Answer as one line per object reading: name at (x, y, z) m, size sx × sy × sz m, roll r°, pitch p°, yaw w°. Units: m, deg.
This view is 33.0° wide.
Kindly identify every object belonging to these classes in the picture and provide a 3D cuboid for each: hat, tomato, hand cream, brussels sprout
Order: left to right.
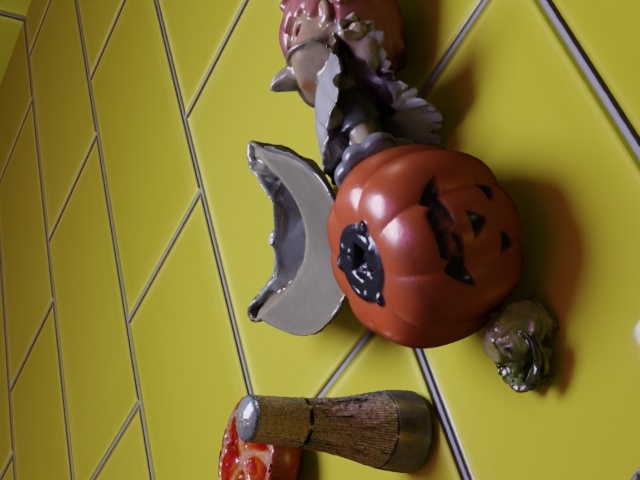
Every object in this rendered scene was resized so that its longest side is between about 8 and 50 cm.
tomato at (-0.063, 0.264, 1.296) m, size 0.155 × 0.069 × 0.155 m, roll -34°, pitch 51°, yaw 56°
hat at (0.000, 0.000, 1.215) m, size 0.244 × 0.149 × 0.214 m, roll 17°, pitch 110°, yaw 48°
hand cream at (0.010, 0.183, 1.056) m, size 0.084 × 0.203 × 0.084 m, roll -23°, pitch 63°, yaw 55°
brussels sprout at (0.173, 0.094, 0.952) m, size 0.085 × 0.058 × 0.085 m, roll 17°, pitch 111°, yaw 52°

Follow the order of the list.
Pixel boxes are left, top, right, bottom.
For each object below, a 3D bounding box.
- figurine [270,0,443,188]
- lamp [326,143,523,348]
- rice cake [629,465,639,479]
figurine at (0.021, -0.199, 1.183) m, size 0.166 × 0.207 × 0.387 m, roll -21°, pitch 51°, yaw 6°
lamp at (0.102, 0.002, 1.001) m, size 0.187 × 0.164 × 0.188 m, roll 36°, pitch 135°, yaw 47°
rice cake at (0.271, 0.291, 0.719) m, size 0.106 × 0.050 × 0.298 m, roll -65°, pitch 33°, yaw 25°
